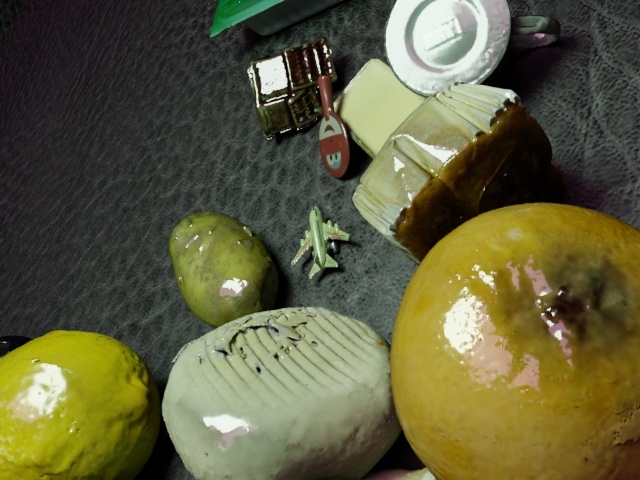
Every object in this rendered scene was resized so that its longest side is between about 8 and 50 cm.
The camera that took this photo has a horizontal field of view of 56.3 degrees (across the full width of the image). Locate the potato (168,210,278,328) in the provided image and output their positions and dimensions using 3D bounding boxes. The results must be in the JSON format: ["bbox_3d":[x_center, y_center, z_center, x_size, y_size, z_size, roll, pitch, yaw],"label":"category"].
[{"bbox_3d":[-0.147,0.045,0.906,0.149,0.113,0.251,-46,52,-5],"label":"potato"}]

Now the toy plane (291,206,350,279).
[{"bbox_3d":[0.000,0.000,0.861,0.102,0.040,0.111,-22,51,25],"label":"toy plane"}]

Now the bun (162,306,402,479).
[{"bbox_3d":[-0.038,0.181,0.672,0.273,0.168,0.273,-9,21,4],"label":"bun"}]

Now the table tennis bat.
[{"bbox_3d":[0.018,-0.171,0.908,0.098,0.019,0.154,-172,72,-67],"label":"table tennis bat"}]

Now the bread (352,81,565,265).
[{"bbox_3d":[0.158,-0.054,0.648,0.192,0.210,0.110,-48,49,4],"label":"bread"}]

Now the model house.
[{"bbox_3d":[-0.040,-0.269,1.038,0.152,0.106,0.165,-12,92,20],"label":"model house"}]

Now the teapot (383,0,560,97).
[{"bbox_3d":[0.197,-0.266,0.810,0.239,0.149,0.162,-3,93,27],"label":"teapot"}]

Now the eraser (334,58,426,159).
[{"bbox_3d":[0.096,-0.185,0.885,0.117,0.058,0.172,-47,44,10],"label":"eraser"}]

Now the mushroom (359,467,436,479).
[{"bbox_3d":[0.052,0.280,0.624,0.209,0.071,0.084,-17,85,35],"label":"mushroom"}]

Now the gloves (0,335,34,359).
[{"bbox_3d":[-0.599,0.287,1.118,0.164,0.124,0.203,-5,81,62],"label":"gloves"}]

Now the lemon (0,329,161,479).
[{"bbox_3d":[-0.366,0.257,0.851,0.284,0.260,0.260,-5,61,39],"label":"lemon"}]

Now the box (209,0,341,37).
[{"bbox_3d":[-0.047,-0.525,1.188,0.337,0.106,0.264,-12,56,35],"label":"box"}]

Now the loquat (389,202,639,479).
[{"bbox_3d":[0.186,0.101,0.496,0.263,0.263,0.263,-20,52,29],"label":"loquat"}]
